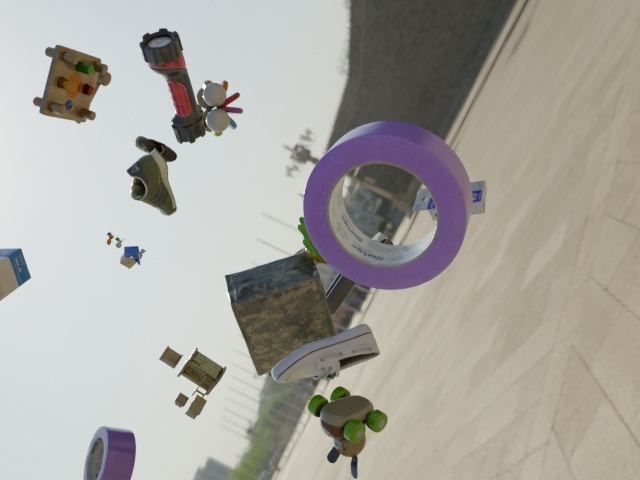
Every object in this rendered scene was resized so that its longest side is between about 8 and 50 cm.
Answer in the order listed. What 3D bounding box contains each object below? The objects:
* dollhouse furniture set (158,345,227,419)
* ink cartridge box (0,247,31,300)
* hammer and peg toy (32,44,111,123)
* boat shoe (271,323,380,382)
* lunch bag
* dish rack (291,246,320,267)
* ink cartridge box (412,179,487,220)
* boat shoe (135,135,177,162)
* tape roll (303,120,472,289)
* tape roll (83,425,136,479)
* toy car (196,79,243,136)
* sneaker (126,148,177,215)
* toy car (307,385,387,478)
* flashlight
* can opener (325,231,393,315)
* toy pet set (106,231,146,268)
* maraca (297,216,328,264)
[{"bbox_3d":[-0.390,0.393,2.050,0.101,0.182,0.161,-51,8,37],"label":"dollhouse furniture set"},{"bbox_3d":[-0.732,0.097,1.469,0.231,0.134,0.078,-58,-36,-62],"label":"ink cartridge box"},{"bbox_3d":[-0.892,-0.561,2.640,0.361,0.127,0.266,-7,-65,-74],"label":"hammer and peg toy"},{"bbox_3d":[0.016,0.242,1.428,0.226,0.076,0.083,-25,-28,-13],"label":"boat shoe"},{"bbox_3d":[-0.091,0.201,1.826,0.169,0.235,0.287,-115,9,-59],"label":"lunch bag"},{"bbox_3d":[-0.100,0.126,2.523,0.333,0.072,0.285,-43,10,-30],"label":"dish rack"},{"bbox_3d":[0.392,-0.120,2.139,0.206,0.208,0.045,-58,-42,-62],"label":"ink cartridge box"},{"bbox_3d":[-0.491,-0.271,2.154,0.152,0.049,0.056,20,-89,-49],"label":"boat shoe"},{"bbox_3d":[0.113,-0.057,1.197,0.275,0.275,0.090,-67,-6,29],"label":"tape roll"},{"bbox_3d":[-0.575,0.605,1.933,0.189,0.080,0.189,-37,44,46],"label":"tape roll"},{"bbox_3d":[-0.319,-0.431,2.303,0.159,0.136,0.182,-163,65,-67],"label":"toy car"},{"bbox_3d":[-0.367,-0.109,1.518,0.086,0.064,0.192,-34,-28,-24],"label":"sneaker"},{"bbox_3d":[0.057,0.478,1.719,0.149,0.155,0.188,-10,-65,-42],"label":"toy car"},{"bbox_3d":[-0.373,-0.384,1.815,0.304,0.103,0.103,82,-174,-45],"label":"flashlight"},{"bbox_3d":[0.108,0.101,2.002,0.283,0.095,0.076,-55,11,-11],"label":"can opener"},{"bbox_3d":[-0.582,0.021,2.162,0.065,0.122,0.114,-39,38,19],"label":"toy pet set"},{"bbox_3d":[0.000,0.000,1.763,0.099,0.127,0.186,-31,-23,22],"label":"maraca"}]
